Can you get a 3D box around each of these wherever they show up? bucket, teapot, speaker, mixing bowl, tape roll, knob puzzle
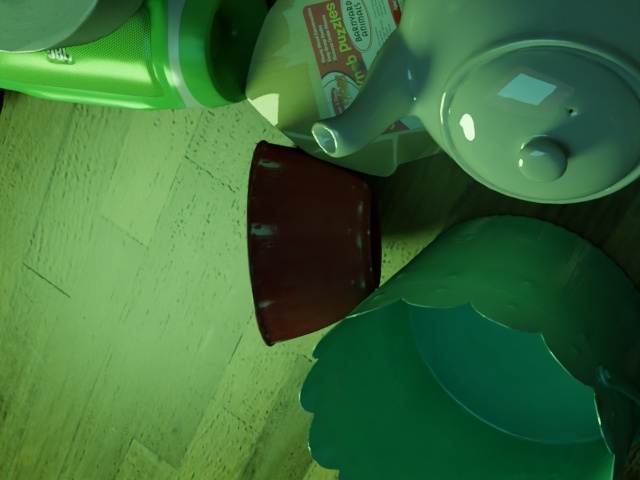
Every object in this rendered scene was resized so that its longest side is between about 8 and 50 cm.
[{"bbox_3d":[0.144,0.124,1.256,0.281,0.183,0.281,16,124,24],"label":"bucket"},{"bbox_3d":[0.172,-0.115,1.056,0.252,0.187,0.256,32,134,-19],"label":"teapot"},{"bbox_3d":[-0.197,-0.188,1.318,0.296,0.131,0.131,9,121,27],"label":"speaker"},{"bbox_3d":[0.000,0.000,1.296,0.098,0.181,0.181,-3,117,9],"label":"mixing bowl"},{"bbox_3d":[-0.234,-0.262,1.205,0.219,0.072,0.219,7,105,26],"label":"tape roll"},{"bbox_3d":[0.031,-0.146,1.245,0.213,0.030,0.213,4,113,10],"label":"knob puzzle"}]

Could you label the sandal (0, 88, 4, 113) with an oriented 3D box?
[{"bbox_3d":[-0.350,-0.216,1.451,0.097,0.054,0.254,6,110,21],"label":"sandal"}]
